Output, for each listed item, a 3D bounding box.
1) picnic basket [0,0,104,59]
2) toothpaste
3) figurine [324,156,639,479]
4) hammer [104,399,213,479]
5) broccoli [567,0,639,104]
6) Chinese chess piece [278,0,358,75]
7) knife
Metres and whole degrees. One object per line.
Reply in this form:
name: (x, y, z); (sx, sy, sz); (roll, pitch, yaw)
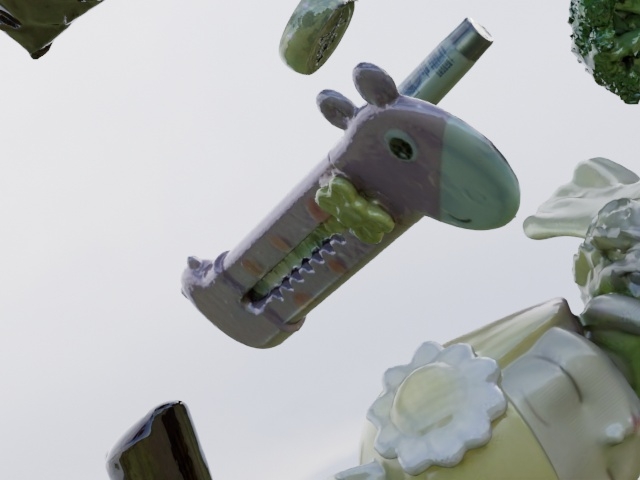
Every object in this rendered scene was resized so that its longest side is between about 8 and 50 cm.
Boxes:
picnic basket: (-0.193, -0.332, 1.177); (0.337, 0.337, 0.293); (-13, -8, -37)
toothpaste: (0.075, -0.120, 1.838); (0.039, 0.062, 0.239); (27, -65, -39)
figurine: (0.162, 0.035, 0.930); (0.394, 0.227, 0.274); (-34, 28, -18)
hammer: (-0.042, 0.293, 1.108); (0.095, 0.409, 0.242); (-23, 2, -42)
broccoli: (0.259, -0.206, 1.265); (0.270, 0.270, 0.270); (-23, 25, -13)
Chinese chess piece: (-0.003, -0.183, 1.649); (0.084, 0.034, 0.084); (-54, -12, -17)
knife: (0.000, 0.001, 1.215); (0.038, 0.132, 0.398); (-51, 5, -28)
